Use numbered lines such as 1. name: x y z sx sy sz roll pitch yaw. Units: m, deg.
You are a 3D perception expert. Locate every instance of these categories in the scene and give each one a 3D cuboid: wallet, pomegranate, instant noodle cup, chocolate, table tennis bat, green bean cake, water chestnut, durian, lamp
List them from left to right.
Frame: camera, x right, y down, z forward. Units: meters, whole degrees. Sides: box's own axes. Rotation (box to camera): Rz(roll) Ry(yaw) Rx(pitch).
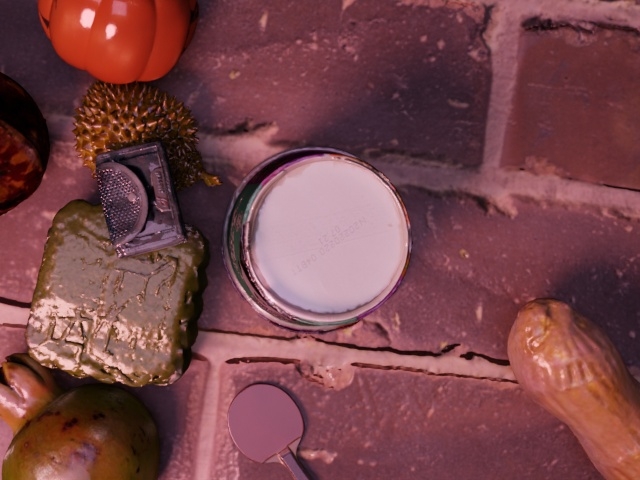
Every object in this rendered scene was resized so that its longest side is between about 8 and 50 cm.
1. water chestnut: -0.435 -0.101 1.006 0.223 0.224 0.238 -2 58 -4
2. pomegranate: -0.297 0.246 1.050 0.189 0.159 0.241 -10 88 -6
3. lamp: -0.243 -0.274 1.046 0.187 0.164 0.188 15 47 -17
4. green bean cake: -0.244 0.066 1.075 0.200 0.113 0.214 13 88 -6
5. wallet: -0.213 -0.050 1.020 0.088 0.026 0.129 -14 81 -8
6. durian: -0.217 -0.119 1.086 0.208 0.102 0.147 33 82 -7
7. table tennis bat: -0.058 0.261 1.139 0.095 0.014 0.158 -34 90 -5
8. instant noodle cup: 0.000 0.000 1.054 0.251 0.190 0.251 0 90 -5
9. chocolate: 0.352 0.203 1.115 0.134 0.134 0.309 -41 97 -3
